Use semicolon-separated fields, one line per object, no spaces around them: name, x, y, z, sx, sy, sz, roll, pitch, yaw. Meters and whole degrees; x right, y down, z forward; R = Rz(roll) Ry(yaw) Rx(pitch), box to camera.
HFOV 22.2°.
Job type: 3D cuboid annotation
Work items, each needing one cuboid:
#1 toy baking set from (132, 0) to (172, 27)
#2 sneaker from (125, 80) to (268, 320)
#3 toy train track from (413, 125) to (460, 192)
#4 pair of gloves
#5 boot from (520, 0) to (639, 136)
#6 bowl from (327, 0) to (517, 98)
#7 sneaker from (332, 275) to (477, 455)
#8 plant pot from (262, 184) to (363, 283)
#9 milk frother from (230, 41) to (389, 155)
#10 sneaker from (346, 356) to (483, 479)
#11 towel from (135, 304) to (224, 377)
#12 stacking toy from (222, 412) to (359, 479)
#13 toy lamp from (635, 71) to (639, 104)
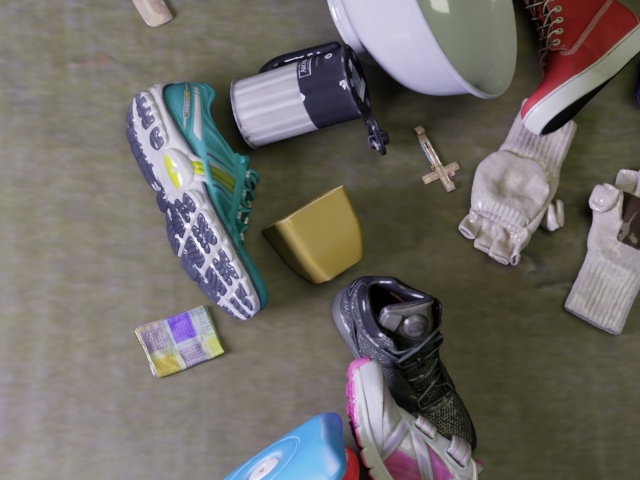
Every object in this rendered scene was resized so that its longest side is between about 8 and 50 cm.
toy baking set;-0.178;-0.377;1.855;0.196;0.030;0.256;31;69;-4
sneaker;-0.110;-0.050;1.741;0.110;0.107;0.275;-17;79;-28
toy train track;0.131;-0.094;1.857;0.048;0.014;0.083;-25;81;-20
pair of gloves;0.289;-0.033;1.863;0.240;0.042;0.204;34;69;-1
boot;0.262;-0.234;1.879;0.176;0.088;0.244;45;50;3
bowl;0.096;-0.282;1.809;0.298;0.134;0.298;36;46;-48
sneaker;0.099;0.135;1.721;0.087;0.130;0.227;-27;84;-18
plant pot;0.000;0.000;1.764;0.081;0.081;0.083;-30;93;-20
milk frother;-0.007;-0.137;1.797;0.134;0.129;0.143;-15;109;17
sneaker;0.104;0.227;1.680;0.111;0.103;0.252;-25;101;-1
towel;-0.149;0.107;1.729;0.083;0.009;0.060;-18;78;-18
stacking toy;0.030;0.341;1.645;0.165;0.175;0.302;-36;103;7
toy lamp;0.406;-0.113;1.871;0.080;0.080;0.275;12;55;-10
